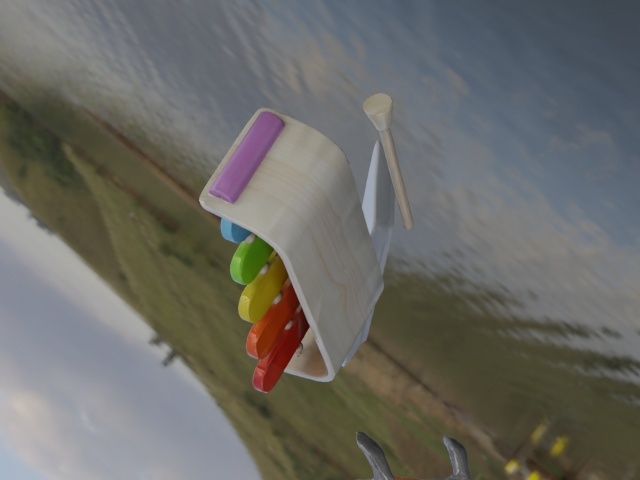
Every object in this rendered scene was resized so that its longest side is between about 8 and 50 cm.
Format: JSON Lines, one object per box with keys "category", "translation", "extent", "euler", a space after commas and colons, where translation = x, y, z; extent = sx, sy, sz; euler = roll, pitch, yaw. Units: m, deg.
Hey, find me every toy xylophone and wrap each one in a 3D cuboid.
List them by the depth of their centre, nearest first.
{"category": "toy xylophone", "translation": [0.000, 0.000, 1.034], "extent": [0.081, 0.236, 0.322], "euler": [18, 143, 25]}

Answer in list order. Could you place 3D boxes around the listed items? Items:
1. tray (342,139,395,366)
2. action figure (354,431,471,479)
{"category": "tray", "translation": [0.059, 0.022, 1.296], "extent": [0.030, 0.145, 0.270], "euler": [8, 138, -2]}
{"category": "action figure", "translation": [0.000, 0.356, 1.142], "extent": [0.178, 0.330, 0.341], "euler": [42, -163, 21]}
